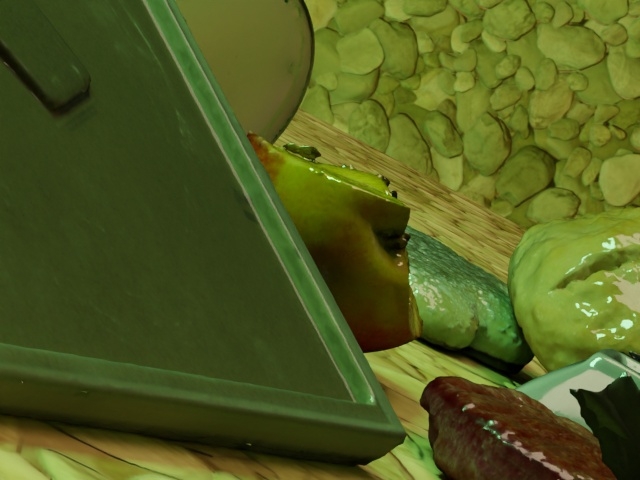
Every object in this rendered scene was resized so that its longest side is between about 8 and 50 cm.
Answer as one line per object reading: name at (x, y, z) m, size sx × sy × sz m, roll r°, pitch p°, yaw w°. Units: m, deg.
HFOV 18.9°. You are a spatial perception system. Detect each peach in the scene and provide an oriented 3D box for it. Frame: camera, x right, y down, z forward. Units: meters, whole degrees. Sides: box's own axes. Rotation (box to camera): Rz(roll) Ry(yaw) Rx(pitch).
peach at (-0.006, 0.003, 1.102) m, size 0.151 × 0.118 × 0.151 m, roll -23°, pitch 90°, yaw -89°

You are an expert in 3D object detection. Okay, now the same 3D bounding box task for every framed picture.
framed picture at (-0.145, -0.103, 0.858) m, size 0.326 × 0.028 × 0.446 m, roll 18°, pitch 39°, yaw -57°

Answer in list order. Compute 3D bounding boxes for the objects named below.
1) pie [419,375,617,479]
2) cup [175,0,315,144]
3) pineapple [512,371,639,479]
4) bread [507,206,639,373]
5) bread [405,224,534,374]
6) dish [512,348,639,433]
pie at (0.132, 0.127, 1.018) m, size 0.182 × 0.049 × 0.182 m, roll 30°, pitch 8°, yaw -5°
cup at (-0.153, -0.175, 1.410) m, size 0.253 × 0.253 × 0.274 m, roll 22°, pitch 18°, yaw -44°
pineapple at (0.237, 0.158, 0.889) m, size 0.365 × 0.165 × 0.165 m, roll 12°, pitch 16°, yaw -40°
bread at (0.251, 0.070, 1.445) m, size 0.244 × 0.134 × 0.244 m, roll 44°, pitch 11°, yaw -11°
bread at (0.079, 0.030, 1.533) m, size 0.207 × 0.056 × 0.286 m, roll 23°, pitch 10°, yaw -29°
dish at (0.233, 0.138, 1.228) m, size 0.243 × 0.080 × 0.182 m, roll 29°, pitch 7°, yaw 13°
